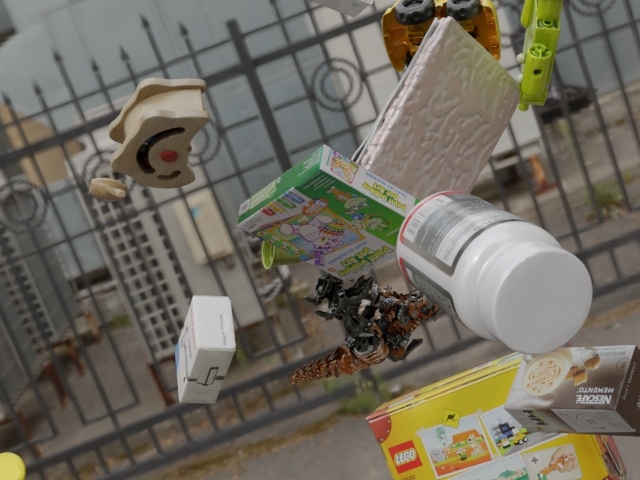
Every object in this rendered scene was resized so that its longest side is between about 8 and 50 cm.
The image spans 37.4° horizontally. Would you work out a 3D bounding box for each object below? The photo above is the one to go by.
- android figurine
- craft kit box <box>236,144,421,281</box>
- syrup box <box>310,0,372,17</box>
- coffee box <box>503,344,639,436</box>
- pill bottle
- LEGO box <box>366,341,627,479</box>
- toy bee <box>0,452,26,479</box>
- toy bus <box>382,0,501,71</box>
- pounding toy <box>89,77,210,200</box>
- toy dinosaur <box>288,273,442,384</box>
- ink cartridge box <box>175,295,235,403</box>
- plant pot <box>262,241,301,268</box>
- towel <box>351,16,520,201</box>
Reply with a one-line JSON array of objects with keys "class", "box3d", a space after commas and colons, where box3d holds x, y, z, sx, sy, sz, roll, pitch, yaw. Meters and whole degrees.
[{"class": "android figurine", "box3d": [0.394, -0.361, 1.713, 0.056, 0.272, 0.248, 7, 49, 5]}, {"class": "craft kit box", "box3d": [0.026, -0.037, 1.596, 0.250, 0.247, 0.061, -31, 43, 47]}, {"class": "syrup box", "box3d": [-0.022, -0.460, 1.560, 0.237, 0.096, 0.093, 17, -4, -13]}, {"class": "coffee box", "box3d": [0.482, 0.278, 1.748, 0.246, 0.098, 0.141, -10, 45, 50]}, {"class": "pill bottle", "box3d": [0.225, 0.039, 1.252, 0.161, 0.161, 0.283, -23, 21, -11]}, {"class": "LEGO box", "box3d": [0.420, 0.493, 2.266, 0.500, 0.372, 0.193, -24, -4, 20]}, {"class": "toy bee", "box3d": [-0.393, 0.360, 1.158, 0.162, 0.195, 0.298, 5, -5, 27]}, {"class": "toy bus", "box3d": [0.252, -0.440, 1.861, 0.220, 0.149, 0.211, 0, 42, 21]}, {"class": "pounding toy", "box3d": [-0.260, -0.131, 1.552, 0.154, 0.154, 0.269, 10, -35, -33]}, {"class": "toy dinosaur", "box3d": [0.087, 0.164, 1.782, 0.322, 0.218, 0.164, -44, 26, -26]}, {"class": "ink cartridge box", "box3d": [-0.252, 0.237, 2.051, 0.086, 0.203, 0.148, 5, 45, -19]}, {"class": "plant pot", "box3d": [-0.085, 0.026, 2.188, 0.079, 0.083, 0.083, 4, 1, -22]}, {"class": "towel", "box3d": [0.227, -0.207, 1.768, 0.053, 0.317, 0.331, 30, 90, 43]}]
